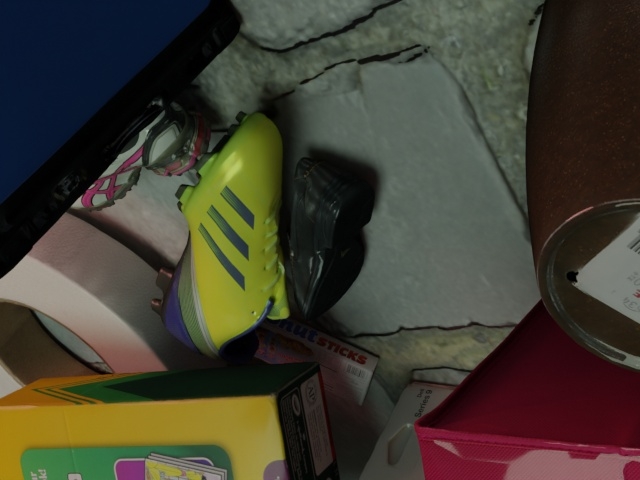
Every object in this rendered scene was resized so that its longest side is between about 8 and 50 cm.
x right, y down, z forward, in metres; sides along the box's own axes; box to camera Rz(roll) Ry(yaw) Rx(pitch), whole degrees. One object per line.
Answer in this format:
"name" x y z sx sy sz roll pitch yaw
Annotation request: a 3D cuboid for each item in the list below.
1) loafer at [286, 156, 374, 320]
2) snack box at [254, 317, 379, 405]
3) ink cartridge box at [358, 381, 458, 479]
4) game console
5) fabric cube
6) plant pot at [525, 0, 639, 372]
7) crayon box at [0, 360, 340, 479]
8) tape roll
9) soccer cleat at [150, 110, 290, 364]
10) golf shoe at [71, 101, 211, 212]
"loafer" 0.000 0.000 0.792 0.061 0.062 0.170 41 141 25
"snack box" -0.032 0.103 0.931 0.178 0.022 0.064 24 141 10
"ink cartridge box" 0.120 0.262 0.892 0.093 0.154 0.212 0 130 32
"game console" -0.190 -0.125 0.599 0.250 0.293 0.173 -7 125 37
"fabric cube" 0.238 0.195 0.618 0.259 0.254 0.258 -1 106 34
"plant pot" 0.192 -0.050 0.480 0.215 0.230 0.215 18 137 17
"crayon box" -0.129 0.306 0.885 0.313 0.106 0.362 -6 98 25
"tape roll" -0.274 0.120 1.050 0.392 0.072 0.392 20 139 18
"soccer cleat" -0.064 0.007 0.797 0.121 0.093 0.289 33 140 7
"golf shoe" -0.180 -0.079 0.793 0.186 0.067 0.086 -20 150 38
